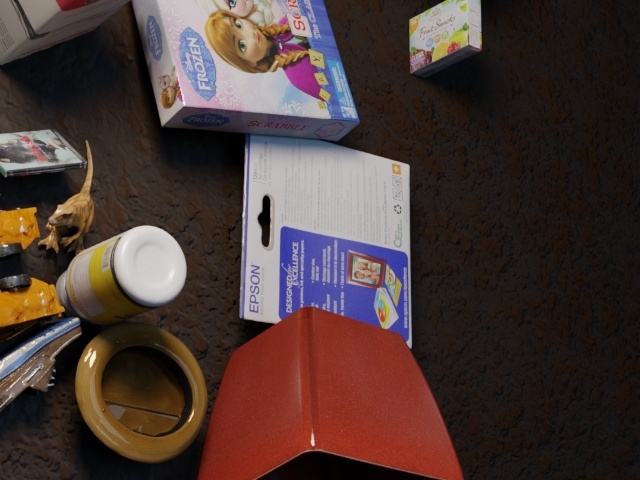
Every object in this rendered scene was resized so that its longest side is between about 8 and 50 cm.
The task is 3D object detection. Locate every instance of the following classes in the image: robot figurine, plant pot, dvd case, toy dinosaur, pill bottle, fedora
[{"bbox_3d":[-0.457,0.055,1.685,0.291,0.085,0.211,-12,84,-42],"label":"robot figurine"},{"bbox_3d":[0.004,0.244,1.911,0.267,0.267,0.235,20,52,-34],"label":"plant pot"},{"bbox_3d":[-0.374,-0.114,1.817,0.119,0.013,0.087,-8,39,-42],"label":"dvd case"},{"bbox_3d":[-0.314,-0.040,1.837,0.064,0.112,0.211,23,19,-10],"label":"toy dinosaur"},{"bbox_3d":[-0.258,0.050,1.784,0.103,0.184,0.103,13,69,-37],"label":"pill bottle"},{"bbox_3d":[-0.241,0.200,1.822,0.194,0.079,0.194,12,69,-34],"label":"fedora"}]

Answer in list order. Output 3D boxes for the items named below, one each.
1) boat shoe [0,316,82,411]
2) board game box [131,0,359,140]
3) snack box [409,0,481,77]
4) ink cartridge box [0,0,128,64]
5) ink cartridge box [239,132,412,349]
[{"bbox_3d":[-0.365,0.161,1.748,0.183,0.066,0.066,-35,104,-31],"label":"boat shoe"},{"bbox_3d":[-0.119,-0.306,2.053,0.318,0.066,0.318,0,65,-40],"label":"board game box"},{"bbox_3d":[0.204,-0.338,2.318,0.037,0.141,0.100,15,67,-35],"label":"snack box"},{"bbox_3d":[-0.320,-0.334,1.818,0.172,0.237,0.100,-30,94,-41],"label":"ink cartridge box"},{"bbox_3d":[0.000,0.000,2.094,0.307,0.072,0.303,12,69,-31],"label":"ink cartridge box"}]
